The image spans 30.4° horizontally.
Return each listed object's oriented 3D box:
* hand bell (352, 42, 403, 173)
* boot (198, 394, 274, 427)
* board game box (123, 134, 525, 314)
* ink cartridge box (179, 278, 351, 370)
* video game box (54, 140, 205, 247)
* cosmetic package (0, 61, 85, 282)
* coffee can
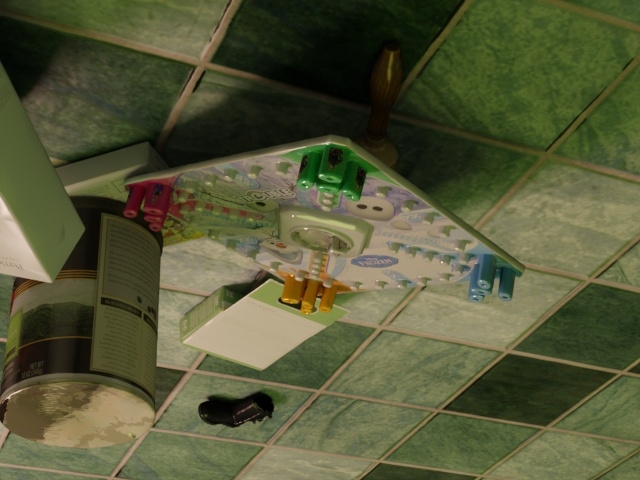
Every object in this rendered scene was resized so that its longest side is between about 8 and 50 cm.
[{"bbox_3d":[0.070,-0.145,1.494,0.126,0.126,0.242,1,133,-7],"label":"hand bell"},{"bbox_3d":[-0.152,0.311,2.170,0.099,0.045,0.121,-24,148,31],"label":"boot"},{"bbox_3d":[0.000,0.000,1.528,0.390,0.050,0.390,-7,152,42],"label":"board game box"},{"bbox_3d":[-0.091,0.121,1.887,0.171,0.056,0.235,23,135,-34],"label":"ink cartridge box"},{"bbox_3d":[-0.285,-0.045,1.631,0.205,0.048,0.187,-14,143,15],"label":"video game box"},{"bbox_3d":[-0.484,-0.100,1.311,0.377,0.097,0.284,10,141,20],"label":"cosmetic package"},{"bbox_3d":[-0.315,0.111,1.573,0.202,0.275,0.201,-2,146,-2],"label":"coffee can"}]
